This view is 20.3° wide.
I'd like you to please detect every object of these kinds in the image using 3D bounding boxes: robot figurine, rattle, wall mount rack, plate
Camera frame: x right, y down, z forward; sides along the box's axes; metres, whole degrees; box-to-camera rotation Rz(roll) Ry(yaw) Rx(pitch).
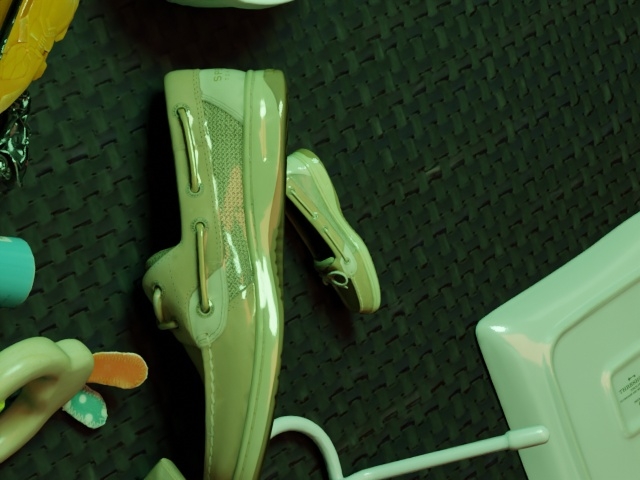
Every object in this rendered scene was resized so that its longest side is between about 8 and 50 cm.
[{"bbox_3d":[-0.254,-0.153,1.262,0.211,0.085,0.291,51,55,-57],"label":"robot figurine"},{"bbox_3d":[-0.241,0.090,1.320,0.199,0.142,0.130,-30,140,-51],"label":"rattle"},{"bbox_3d":[0.070,0.303,1.496,0.304,0.130,0.350,-20,101,-38],"label":"wall mount rack"},{"bbox_3d":[0.294,0.145,1.739,0.277,0.045,0.278,-31,107,-36],"label":"plate"}]

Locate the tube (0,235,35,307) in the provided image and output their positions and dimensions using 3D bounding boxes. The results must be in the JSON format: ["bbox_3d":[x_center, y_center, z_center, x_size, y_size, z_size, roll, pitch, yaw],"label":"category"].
[{"bbox_3d":[-0.301,0.014,1.251,0.207,0.080,0.052,7,56,-41],"label":"tube"}]

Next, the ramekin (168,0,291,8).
[{"bbox_3d":[-0.084,-0.281,1.413,0.207,0.109,0.207,3,86,-39],"label":"ramekin"}]

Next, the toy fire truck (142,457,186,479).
[{"bbox_3d":[-0.117,0.311,1.336,0.158,0.217,0.246,50,18,-25],"label":"toy fire truck"}]

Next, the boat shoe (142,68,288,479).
[{"bbox_3d":[-0.083,0.034,1.410,0.110,0.121,0.341,2,82,-2],"label":"boat shoe"}]

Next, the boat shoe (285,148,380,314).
[{"bbox_3d":[0.001,-0.001,1.505,0.048,0.056,0.153,-31,106,-26],"label":"boat shoe"}]
